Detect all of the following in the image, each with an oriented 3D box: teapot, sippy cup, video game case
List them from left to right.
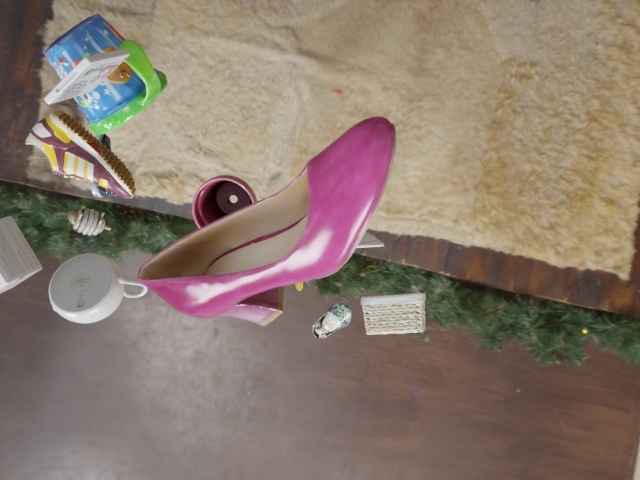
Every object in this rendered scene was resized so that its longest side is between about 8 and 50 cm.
[{"bbox_3d":[-0.493,-0.350,1.134,0.143,0.157,0.019,-32,105,24],"label":"video game case"},{"bbox_3d":[-0.770,0.177,1.820,0.256,0.187,0.252,30,69,18],"label":"teapot"},{"bbox_3d":[-0.547,-0.425,1.337,0.305,0.240,0.224,-25,124,16],"label":"sippy cup"}]

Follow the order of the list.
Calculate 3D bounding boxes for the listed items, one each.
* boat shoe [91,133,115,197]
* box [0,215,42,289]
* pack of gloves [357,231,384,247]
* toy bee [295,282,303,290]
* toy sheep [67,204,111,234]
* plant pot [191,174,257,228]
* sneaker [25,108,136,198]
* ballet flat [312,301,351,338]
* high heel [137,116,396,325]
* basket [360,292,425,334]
[{"bbox_3d":[-0.565,-0.206,1.445,0.083,0.065,0.183,-3,79,2],"label":"boat shoe"},{"bbox_3d":[-0.932,0.053,1.526,0.181,0.119,0.182,-25,97,31],"label":"box"},{"bbox_3d":[0.000,0.000,1.251,0.232,0.195,0.046,-3,111,-24],"label":"pack of gloves"},{"bbox_3d":[-0.127,0.080,1.726,0.298,0.162,0.195,-1,52,3],"label":"toy bee"},{"bbox_3d":[-0.713,-0.057,1.648,0.132,0.091,0.091,24,85,-26],"label":"toy sheep"},{"bbox_3d":[-0.291,-0.119,1.703,0.201,0.180,0.201,1,108,2],"label":"plant pot"},{"bbox_3d":[-0.399,-0.128,0.900,0.084,0.069,0.185,-38,114,8],"label":"sneaker"},{"bbox_3d":[0.026,0.220,1.413,0.070,0.188,0.070,8,62,-15],"label":"ballet flat"},{"bbox_3d":[-0.049,-0.014,0.391,0.117,0.244,0.082,19,53,-22],"label":"high heel"},{"bbox_3d":[0.202,0.198,1.443,0.167,0.113,0.103,-6,84,15],"label":"basket"}]
